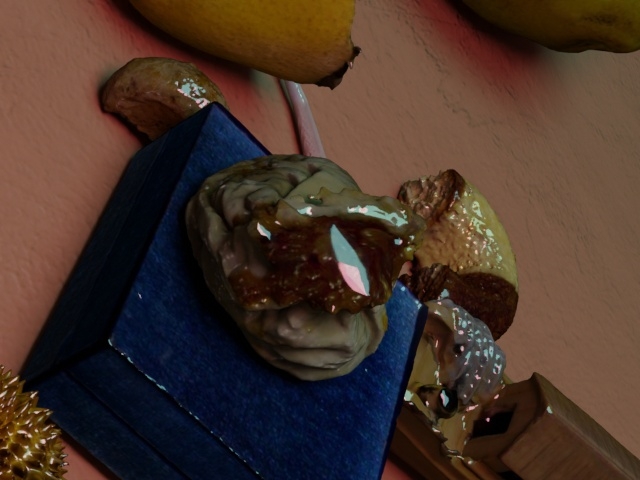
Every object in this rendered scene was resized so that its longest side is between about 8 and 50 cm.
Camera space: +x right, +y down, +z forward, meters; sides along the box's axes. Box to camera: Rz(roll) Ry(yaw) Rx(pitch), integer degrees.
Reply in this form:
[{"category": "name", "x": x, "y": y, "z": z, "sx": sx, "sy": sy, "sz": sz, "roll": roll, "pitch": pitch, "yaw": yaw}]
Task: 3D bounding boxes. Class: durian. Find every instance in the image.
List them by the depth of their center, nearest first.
[{"category": "durian", "x": -0.231, "y": 0.139, "z": 1.044, "sx": 0.168, "sy": 0.137, "sz": 0.158, "roll": 57, "pitch": 14, "yaw": -22}]

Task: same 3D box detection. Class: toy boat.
[{"category": "toy boat", "x": 0.220, "y": 0.215, "z": 1.508, "sx": 0.445, "sy": 0.162, "sz": 0.136, "roll": 42, "pitch": 53, "yaw": -26}]

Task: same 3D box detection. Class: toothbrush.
[{"category": "toothbrush", "x": -0.009, "y": -0.097, "z": 1.560, "sx": 0.029, "sy": 0.025, "sz": 0.307, "roll": 12, "pitch": 58, "yaw": -56}]

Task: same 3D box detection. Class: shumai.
[{"category": "shumai", "x": 0.000, "y": -0.005, "z": 1.223, "sx": 0.184, "sy": 0.142, "sz": 0.184, "roll": 28, "pitch": 49, "yaw": -38}]

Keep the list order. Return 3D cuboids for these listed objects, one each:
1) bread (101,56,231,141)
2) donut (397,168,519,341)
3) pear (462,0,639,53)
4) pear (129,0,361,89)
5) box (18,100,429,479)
[{"category": "bread", "x": -0.116, "y": -0.108, "z": 1.389, "sx": 0.113, "sy": 0.082, "sz": 0.060, "roll": 50, "pitch": 35, "yaw": -22}, {"category": "donut", "x": 0.126, "y": 0.034, "z": 1.590, "sx": 0.141, "sy": 0.085, "sz": 0.217, "roll": 38, "pitch": 40, "yaw": -29}, {"category": "pear", "x": 0.256, "y": -0.394, "z": 1.837, "sx": 0.413, "sy": 0.352, "sz": 0.352, "roll": 53, "pitch": 35, "yaw": 4}, {"category": "pear", "x": -0.086, "y": -0.247, "z": 1.432, "sx": 0.178, "sy": 0.267, "sz": 0.267, "roll": -11, "pitch": 74, "yaw": -21}, {"category": "box", "x": -0.062, "y": 0.080, "z": 1.299, "sx": 0.261, "sy": 0.116, "sz": 0.279, "roll": 44, "pitch": 40, "yaw": -20}]
